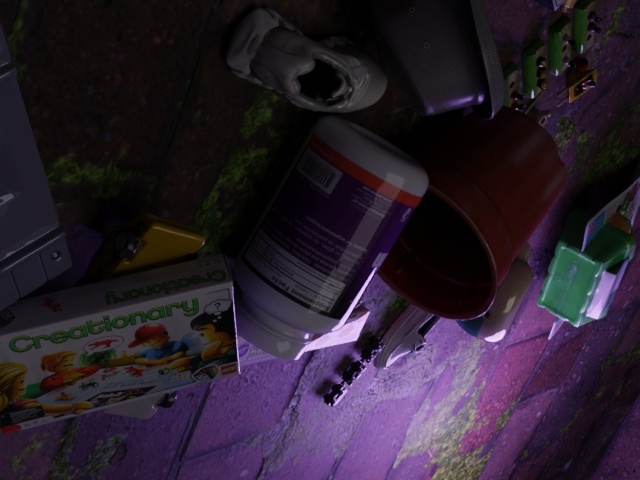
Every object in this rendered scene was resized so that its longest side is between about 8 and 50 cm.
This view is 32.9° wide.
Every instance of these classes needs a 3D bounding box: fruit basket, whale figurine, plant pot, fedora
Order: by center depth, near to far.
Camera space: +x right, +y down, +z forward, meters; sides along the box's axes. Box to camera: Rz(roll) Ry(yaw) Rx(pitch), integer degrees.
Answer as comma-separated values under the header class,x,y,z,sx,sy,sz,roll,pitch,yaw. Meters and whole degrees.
class,x,y,z,sx,sy,sz,roll,pitch,yaw
fedora,0.135,-0.272,1.399,0.124,0.275,0.244,-20,180,-1
plant pot,0.232,-0.062,1.701,0.265,0.272,0.272,-42,149,-32
whale figurine,0.335,0.079,2.116,0.272,0.141,0.216,-49,161,-59
fruit basket,0.633,0.027,2.398,0.353,0.165,0.327,-28,141,-40

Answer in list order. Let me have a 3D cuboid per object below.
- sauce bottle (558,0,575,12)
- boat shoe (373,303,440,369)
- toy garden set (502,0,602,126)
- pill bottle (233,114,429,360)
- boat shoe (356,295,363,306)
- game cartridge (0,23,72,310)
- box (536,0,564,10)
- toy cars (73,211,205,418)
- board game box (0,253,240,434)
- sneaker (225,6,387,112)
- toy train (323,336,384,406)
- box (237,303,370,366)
class,x,y,z,sx,sy,sz,roll,pitch,yaw
sauce bottle,0.412,-0.432,1.748,0.042,0.042,0.128,-5,123,-51
boat shoe,0.173,0.175,2.030,0.184,0.063,0.066,-49,149,-5
toy garden set,0.408,-0.279,1.891,0.244,0.049,0.204,-42,148,-17
pill bottle,0.000,0.000,1.507,0.181,0.181,0.323,12,112,-57
boat shoe,0.042,0.027,1.673,0.081,0.068,0.228,-37,138,-29
game cartridge,-0.383,-0.040,1.080,0.230,0.068,0.355,-39,147,-29
box,0.336,-0.487,1.543,0.169,0.087,0.290,-48,149,-7
toy cars,-0.226,0.090,1.391,0.176,0.087,0.394,-14,141,-11
board game box,-0.252,0.126,1.304,0.305,0.053,0.193,-14,140,-12
sneaker,0.007,-0.203,1.374,0.292,0.118,0.110,3,117,-56
toy train,0.064,0.241,1.989,0.158,0.027,0.036,-50,153,-3
box,-0.049,0.136,1.696,0.324,0.067,0.063,-7,127,-51
